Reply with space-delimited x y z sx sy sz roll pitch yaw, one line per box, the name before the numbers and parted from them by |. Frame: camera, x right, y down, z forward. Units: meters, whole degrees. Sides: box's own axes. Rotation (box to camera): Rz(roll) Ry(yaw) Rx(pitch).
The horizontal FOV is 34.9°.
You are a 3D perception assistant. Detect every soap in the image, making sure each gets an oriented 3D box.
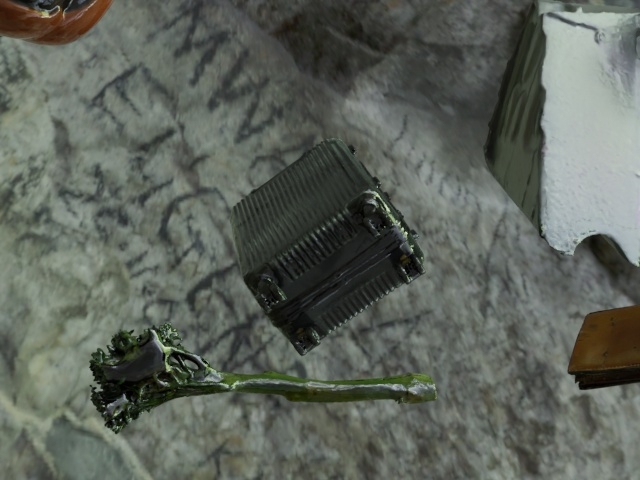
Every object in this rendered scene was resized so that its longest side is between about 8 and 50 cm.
soap | 0.327 -0.147 1.231 0.159 0.302 0.257 12 -68 -14

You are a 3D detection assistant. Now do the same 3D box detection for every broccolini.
broccolini | -0.042 0.102 0.750 0.254 0.057 0.071 4 -51 -18

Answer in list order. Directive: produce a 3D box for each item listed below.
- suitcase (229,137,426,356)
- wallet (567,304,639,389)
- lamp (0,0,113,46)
suitcase | 0.000 0.000 1.235 0.202 0.312 0.128 -36 -67 4
wallet | 0.469 0.156 1.546 0.161 0.195 0.042 -11 -69 26
lamp | -0.212 -0.223 0.677 0.188 0.187 0.164 23 -79 -13
